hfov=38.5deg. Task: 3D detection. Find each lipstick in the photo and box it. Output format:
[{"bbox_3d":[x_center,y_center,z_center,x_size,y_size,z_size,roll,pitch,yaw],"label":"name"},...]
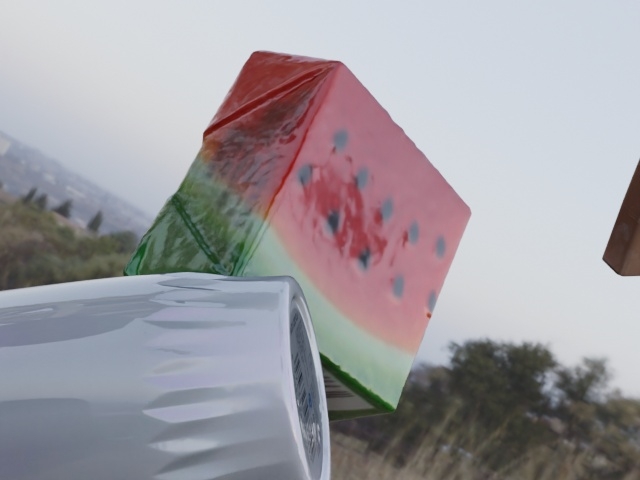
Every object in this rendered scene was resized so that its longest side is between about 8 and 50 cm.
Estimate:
[{"bbox_3d":[0.366,-0.031,1.031,0.045,0.145,0.045,-1,31,-21],"label":"lipstick"}]

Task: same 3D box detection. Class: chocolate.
[{"bbox_3d":[0.000,0.000,1.098,0.161,0.341,0.360,1,-33,45],"label":"chocolate"}]

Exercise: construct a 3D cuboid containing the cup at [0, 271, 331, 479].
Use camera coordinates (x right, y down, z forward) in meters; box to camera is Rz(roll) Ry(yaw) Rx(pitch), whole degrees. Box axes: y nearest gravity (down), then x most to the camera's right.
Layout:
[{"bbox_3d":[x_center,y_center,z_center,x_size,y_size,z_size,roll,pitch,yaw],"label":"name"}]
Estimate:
[{"bbox_3d":[-0.188,0.158,0.794,0.371,0.254,0.253,-8,-10,6],"label":"cup"}]
